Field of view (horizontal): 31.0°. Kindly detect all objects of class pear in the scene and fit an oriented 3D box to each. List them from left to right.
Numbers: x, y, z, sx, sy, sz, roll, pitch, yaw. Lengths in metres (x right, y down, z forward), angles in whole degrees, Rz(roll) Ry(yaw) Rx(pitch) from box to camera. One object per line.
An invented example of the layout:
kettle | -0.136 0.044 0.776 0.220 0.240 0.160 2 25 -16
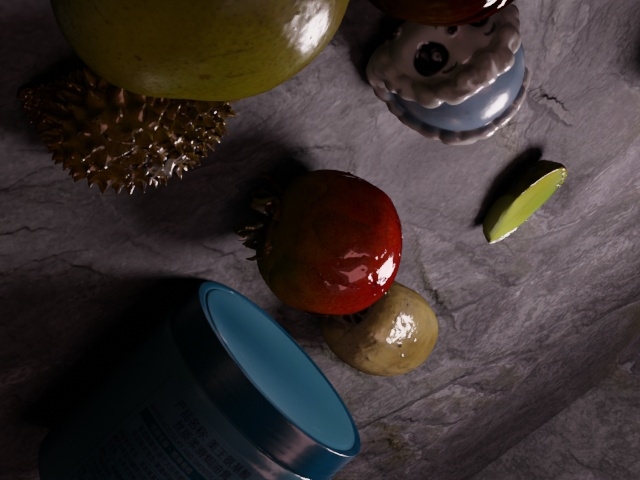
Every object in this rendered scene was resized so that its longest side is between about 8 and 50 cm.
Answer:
pear | -0.099 -0.255 0.985 0.294 0.294 0.294 -30 152 -18

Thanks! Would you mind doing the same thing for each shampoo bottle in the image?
shampoo bottle | -0.175 0.292 1.654 0.343 0.331 0.331 -44 153 9

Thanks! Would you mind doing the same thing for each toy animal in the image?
toy animal | 0.184 -0.230 1.507 0.208 0.156 0.204 -42 157 -4

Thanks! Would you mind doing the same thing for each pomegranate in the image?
pomegranate | 0.000 0.000 1.589 0.235 0.210 0.210 22 124 -15

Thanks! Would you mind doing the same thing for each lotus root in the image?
lotus root | 0.120 0.161 2.026 0.169 0.151 0.343 -44 150 9

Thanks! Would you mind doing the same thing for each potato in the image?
potato | 0.359 -0.078 2.077 0.119 0.054 0.198 -12 147 -43

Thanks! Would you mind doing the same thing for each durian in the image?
durian | -0.183 -0.119 1.244 0.250 0.138 0.183 -25 142 -38

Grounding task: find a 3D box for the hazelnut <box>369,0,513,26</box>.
hazelnut | 0.124 -0.345 1.237 0.218 0.218 0.234 -30 133 -18

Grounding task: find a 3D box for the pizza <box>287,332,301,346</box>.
pizza | -0.078 0.219 1.968 0.127 0.058 0.246 -28 149 -21
